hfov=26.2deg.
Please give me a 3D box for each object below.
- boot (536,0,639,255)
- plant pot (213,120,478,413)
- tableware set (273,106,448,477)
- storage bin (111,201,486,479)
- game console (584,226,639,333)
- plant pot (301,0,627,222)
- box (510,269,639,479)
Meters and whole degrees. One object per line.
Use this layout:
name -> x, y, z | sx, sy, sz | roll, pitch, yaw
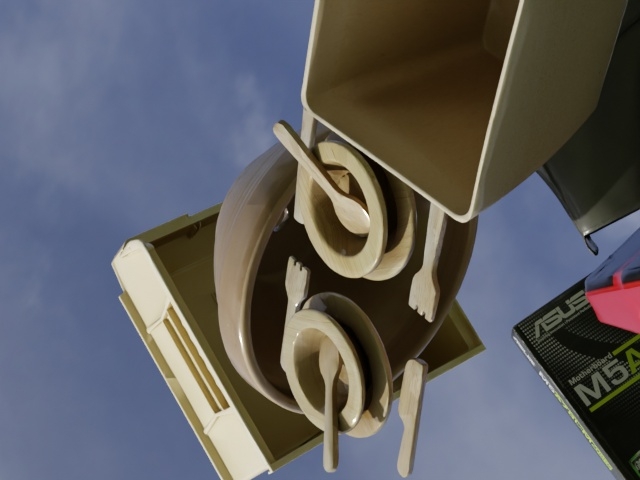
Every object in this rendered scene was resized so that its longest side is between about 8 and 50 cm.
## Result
boot -> 0.195, -0.098, 0.787 | 0.137, 0.198, 0.077 | 57, -161, 9
plant pot -> 0.000, 0.000, 1.019 | 0.237, 0.237, 0.109 | -33, -136, -30
tableware set -> 0.007, 0.029, 0.763 | 0.039, 0.194, 0.128 | -17, -143, -33
storage bin -> -0.027, 0.065, 1.338 | 0.262, 0.123, 0.260 | -26, -99, -30
game console -> 0.312, -0.087, 0.748 | 0.386, 0.342, 0.060 | -43, -95, 1
plant pot -> 0.068, -0.090, 0.584 | 0.096, 0.109, 0.109 | -21, -135, -37
box -> 0.298, 0.101, 1.220 | 0.190, 0.045, 0.184 | -33, -106, -5
